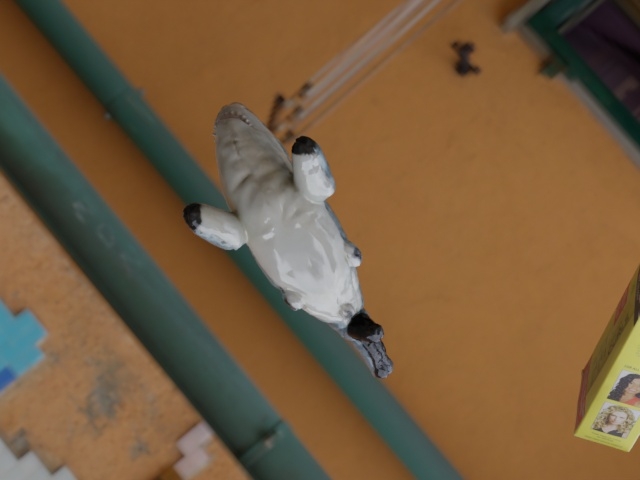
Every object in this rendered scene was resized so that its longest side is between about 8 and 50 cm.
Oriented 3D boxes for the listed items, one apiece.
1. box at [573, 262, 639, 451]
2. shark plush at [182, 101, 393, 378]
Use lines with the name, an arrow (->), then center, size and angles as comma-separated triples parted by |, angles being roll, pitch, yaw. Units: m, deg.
box -> 0.288, 0.086, 1.144 | 0.232, 0.058, 0.087 | 102, 5, -49
shark plush -> 0.000, 0.000, 0.662 | 0.073, 0.161, 0.067 | -43, -162, 8
